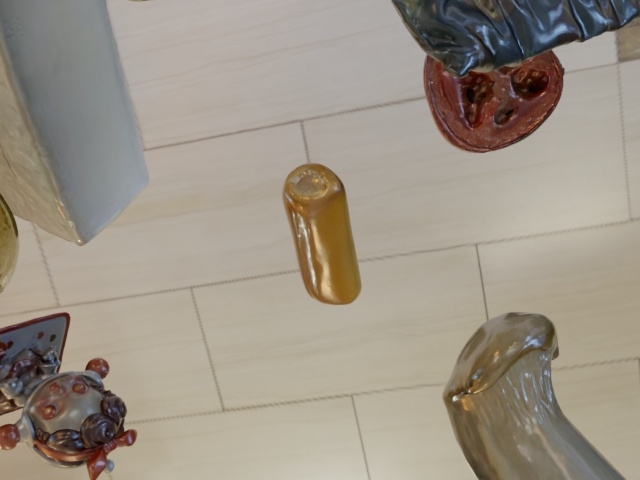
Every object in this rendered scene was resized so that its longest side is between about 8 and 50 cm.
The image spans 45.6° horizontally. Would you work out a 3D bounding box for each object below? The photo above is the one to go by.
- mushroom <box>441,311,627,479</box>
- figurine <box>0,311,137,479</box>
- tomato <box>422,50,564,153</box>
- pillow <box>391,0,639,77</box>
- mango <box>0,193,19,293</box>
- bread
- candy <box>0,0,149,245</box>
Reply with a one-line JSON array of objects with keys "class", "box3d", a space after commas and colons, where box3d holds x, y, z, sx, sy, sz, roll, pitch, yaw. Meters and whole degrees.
[{"class": "mushroom", "box3d": [0.181, 0.212, 0.533, 0.159, 0.122, 0.328, -46, 65, 51]}, {"class": "figurine", "box3d": [-0.355, 0.235, 1.033, 0.226, 0.183, 0.160, 30, 115, 25]}, {"class": "tomato", "box3d": [0.278, -0.252, 1.253, 0.228, 0.101, 0.228, 1, 94, 7]}, {"class": "pillow", "box3d": [0.101, -0.185, 0.392, 0.189, 0.255, 0.034, 60, 143, 7]}, {"class": "mango", "box3d": [-0.345, -0.008, 0.658, 0.157, 0.109, 0.262, 22, 153, -2]}, {"class": "bread", "box3d": [0.000, 0.000, 1.062, 0.092, 0.074, 0.239, 30, 149, 34]}, {"class": "candy", "box3d": [-0.311, -0.183, 0.777, 0.208, 0.145, 0.358, 19, 135, 26]}]
